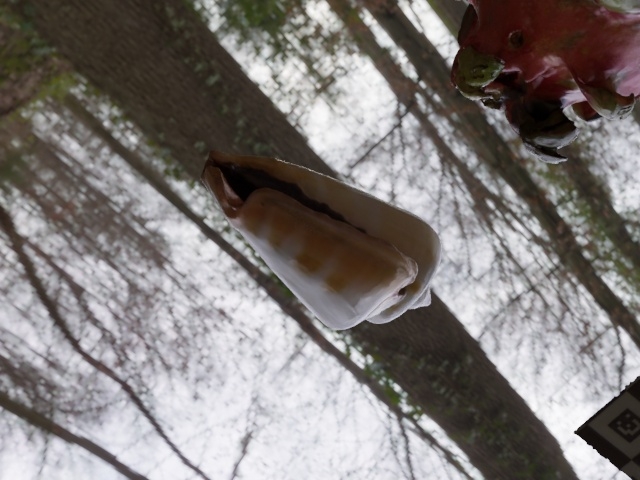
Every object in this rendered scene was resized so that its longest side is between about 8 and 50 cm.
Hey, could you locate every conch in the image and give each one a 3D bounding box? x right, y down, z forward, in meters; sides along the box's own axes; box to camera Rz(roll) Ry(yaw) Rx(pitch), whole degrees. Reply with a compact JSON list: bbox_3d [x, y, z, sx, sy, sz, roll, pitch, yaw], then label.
[{"bbox_3d":[-0.004,0.010,0.946,0.127,0.255,0.158,-60,-166,26],"label":"conch"}]

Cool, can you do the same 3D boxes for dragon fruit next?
[{"bbox_3d":[0.145,-0.129,0.502,0.166,0.160,0.172,52,-56,13],"label":"dragon fruit"}]

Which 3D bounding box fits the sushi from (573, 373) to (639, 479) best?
[{"bbox_3d":[0.497,0.209,1.019,0.359,0.343,0.064,-51,-178,29],"label":"sushi"}]
